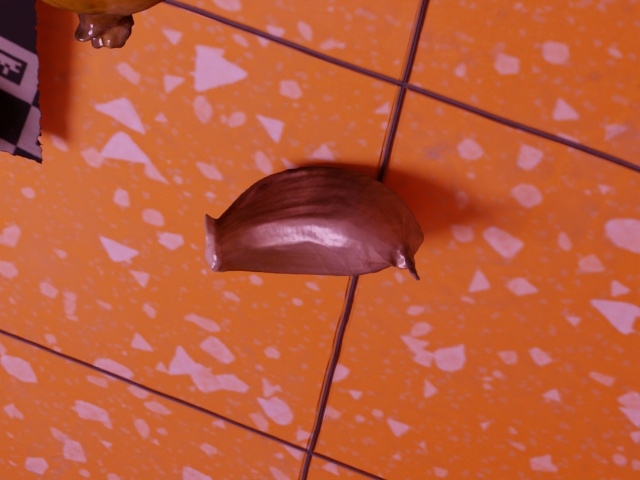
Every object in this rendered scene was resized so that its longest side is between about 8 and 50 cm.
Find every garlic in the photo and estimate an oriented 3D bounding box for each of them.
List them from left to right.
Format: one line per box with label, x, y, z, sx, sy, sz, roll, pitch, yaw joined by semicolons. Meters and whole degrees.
garlic;0.012;-0.002;1.370;0.198;0.128;0.090;10;118;22

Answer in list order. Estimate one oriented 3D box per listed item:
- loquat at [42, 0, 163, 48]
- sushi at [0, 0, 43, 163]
loquat;-0.153;-0.248;1.162;0.213;0.213;0.246;10;117;18
sushi;-0.381;-0.240;1.395;0.339;0.068;0.320;17;141;7
